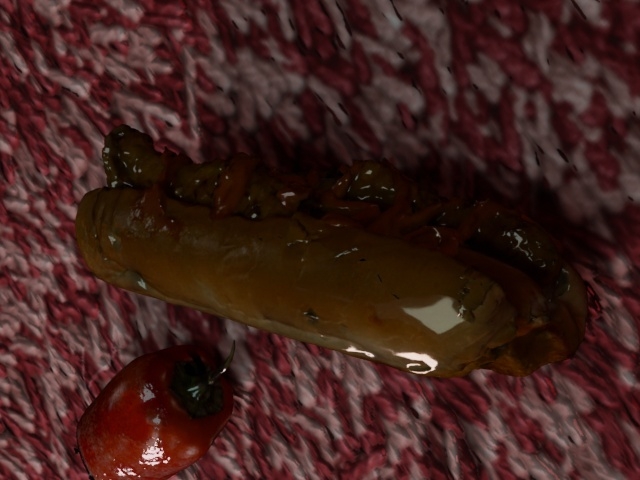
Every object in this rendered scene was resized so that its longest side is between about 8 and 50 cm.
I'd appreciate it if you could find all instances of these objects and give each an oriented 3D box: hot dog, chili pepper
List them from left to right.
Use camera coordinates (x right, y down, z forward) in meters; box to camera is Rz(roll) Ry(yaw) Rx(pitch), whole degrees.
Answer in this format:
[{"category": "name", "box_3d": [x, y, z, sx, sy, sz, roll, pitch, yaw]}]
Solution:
[{"category": "chili pepper", "box_3d": [-0.110, 0.120, 1.095, 0.086, 0.084, 0.192, 44, 132, -4]}, {"category": "hot dog", "box_3d": [0.000, 0.000, 0.935, 0.349, 0.158, 0.117, 14, 95, 36]}]
